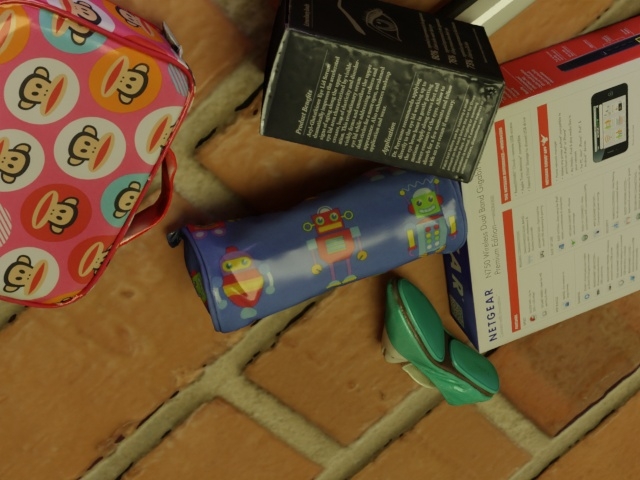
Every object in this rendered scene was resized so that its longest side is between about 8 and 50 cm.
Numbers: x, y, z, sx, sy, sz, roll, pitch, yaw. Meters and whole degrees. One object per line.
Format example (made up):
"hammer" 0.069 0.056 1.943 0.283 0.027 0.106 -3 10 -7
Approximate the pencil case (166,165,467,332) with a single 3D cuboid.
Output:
"pencil case" 0.000 0.000 1.228 0.306 0.133 0.119 -19 92 -13

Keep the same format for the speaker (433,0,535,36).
"speaker" 0.157 -0.229 1.183 0.136 0.055 0.055 -37 130 3

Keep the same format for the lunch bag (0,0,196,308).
"lunch bag" -0.247 -0.082 1.056 0.258 0.120 0.293 20 112 -35

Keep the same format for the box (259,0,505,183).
"box" 0.053 -0.153 1.088 0.207 0.153 0.108 13 119 -6

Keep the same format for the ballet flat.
"ballet flat" 0.125 0.136 1.408 0.087 0.083 0.247 -24 134 26

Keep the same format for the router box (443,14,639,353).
"router box" 0.286 -0.063 1.341 0.301 0.082 0.335 -20 128 -11
